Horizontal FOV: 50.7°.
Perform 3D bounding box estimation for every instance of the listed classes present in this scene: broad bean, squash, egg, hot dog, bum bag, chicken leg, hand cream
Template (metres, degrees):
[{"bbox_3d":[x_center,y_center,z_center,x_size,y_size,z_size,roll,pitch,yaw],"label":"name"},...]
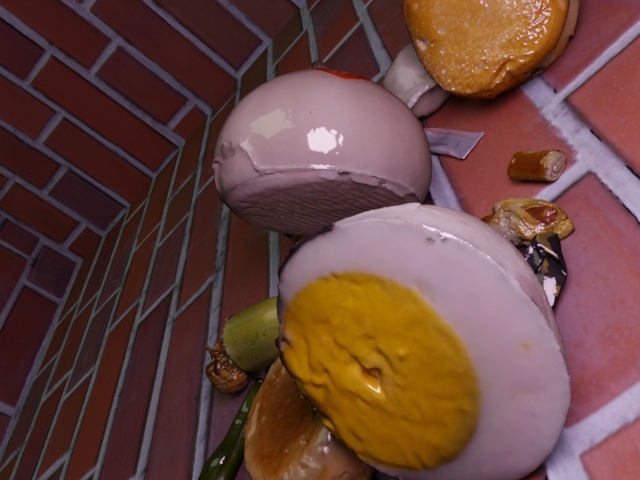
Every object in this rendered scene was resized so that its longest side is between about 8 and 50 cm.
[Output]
[{"bbox_3d":[-0.159,0.365,1.166,0.318,0.056,0.098,-62,5,-38],"label":"broad bean"},{"bbox_3d":[-0.083,0.156,1.223,0.186,0.123,0.123,-32,32,37],"label":"squash"},{"bbox_3d":[0.123,0.091,0.763,0.337,0.337,0.201,-35,6,36],"label":"egg"},{"bbox_3d":[0.258,-0.026,0.911,0.169,0.061,0.078,-14,44,55],"label":"hot dog"},{"bbox_3d":[0.210,0.071,0.868,0.232,0.060,0.107,-31,38,41],"label":"bum bag"},{"bbox_3d":[-0.184,0.229,1.350,0.085,0.101,0.207,-22,17,0],"label":"chicken leg"},{"bbox_3d":[0.217,-0.186,1.244,0.216,0.038,0.052,28,107,60],"label":"hand cream"}]

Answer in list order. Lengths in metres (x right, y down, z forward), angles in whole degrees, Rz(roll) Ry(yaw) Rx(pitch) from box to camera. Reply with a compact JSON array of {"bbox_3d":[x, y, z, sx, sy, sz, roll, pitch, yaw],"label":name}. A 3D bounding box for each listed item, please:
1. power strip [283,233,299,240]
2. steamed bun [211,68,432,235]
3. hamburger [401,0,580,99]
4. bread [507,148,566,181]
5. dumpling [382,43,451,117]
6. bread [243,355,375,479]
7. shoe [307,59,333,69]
[{"bbox_3d":[-0.031,-0.055,1.514,0.123,0.032,0.056,-42,27,23],"label":"power strip"},{"bbox_3d":[0.004,-0.153,1.146,0.374,0.374,0.242,-20,62,51],"label":"steamed bun"},{"bbox_3d":[0.268,-0.399,1.119,0.289,0.314,0.170,-24,0,38],"label":"hamburger"},{"bbox_3d":[0.307,-0.105,0.961,0.083,0.036,0.047,14,77,63],"label":"bread"},{"bbox_3d":[0.199,-0.321,1.340,0.162,0.132,0.250,-51,7,28],"label":"dumpling"},{"bbox_3d":[0.003,0.250,0.924,0.244,0.134,0.245,-38,30,27],"label":"bread"},{"bbox_3d":[-0.020,-0.282,1.631,0.198,0.171,0.351,-40,25,35],"label":"shoe"}]
